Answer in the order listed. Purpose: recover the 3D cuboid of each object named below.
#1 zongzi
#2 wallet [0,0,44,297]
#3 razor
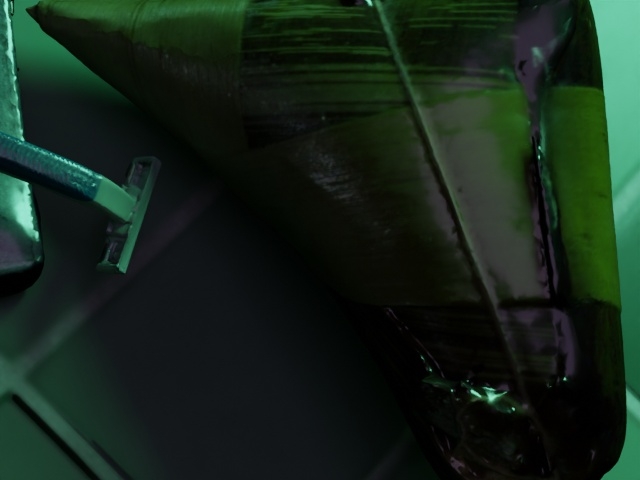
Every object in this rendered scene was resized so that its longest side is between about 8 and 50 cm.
[{"bbox_3d":[0.000,0.000,0.847,0.318,0.154,0.289,-2,76,2],"label":"zongzi"},{"bbox_3d":[-0.259,-0.148,0.841,0.191,0.046,0.379,-4,74,-20],"label":"wallet"},{"bbox_3d":[-0.175,-0.048,0.795,0.191,0.037,0.068,23,68,-16],"label":"razor"}]
